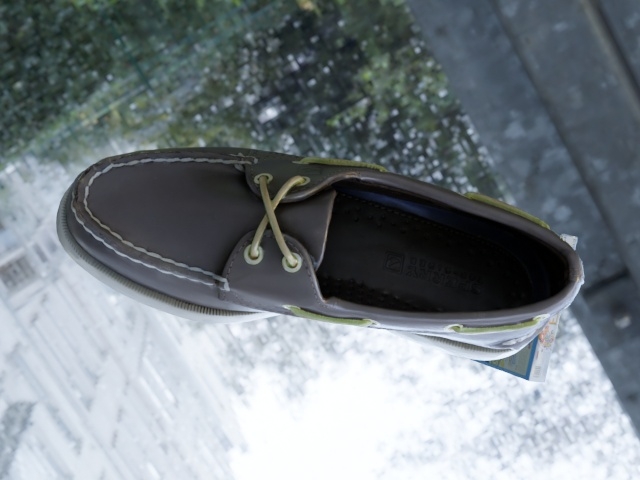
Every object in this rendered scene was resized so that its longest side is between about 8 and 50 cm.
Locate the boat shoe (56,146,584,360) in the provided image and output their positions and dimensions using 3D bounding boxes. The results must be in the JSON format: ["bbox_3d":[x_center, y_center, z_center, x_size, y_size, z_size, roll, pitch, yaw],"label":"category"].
[{"bbox_3d":[0.000,0.000,0.712,0.097,0.324,0.116,124,-21,-69],"label":"boat shoe"}]

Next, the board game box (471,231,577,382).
[{"bbox_3d":[0.206,0.061,1.204,0.026,0.154,0.103,10,-176,-37],"label":"board game box"}]
